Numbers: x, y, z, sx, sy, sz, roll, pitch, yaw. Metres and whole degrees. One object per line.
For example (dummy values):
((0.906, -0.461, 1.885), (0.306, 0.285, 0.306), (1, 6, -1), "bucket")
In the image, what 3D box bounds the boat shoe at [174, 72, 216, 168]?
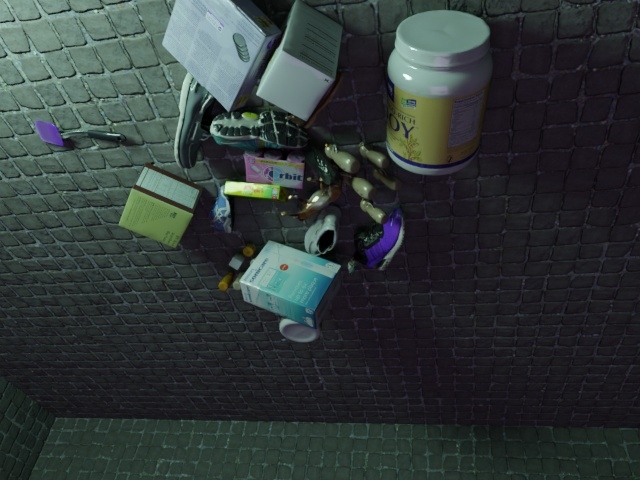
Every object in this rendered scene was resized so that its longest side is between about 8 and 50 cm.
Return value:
((-0.347, -0.323, 1.486), (0.099, 0.116, 0.319), (16, 133, -4), "boat shoe")

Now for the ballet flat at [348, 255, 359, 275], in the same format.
((0.125, 0.085, 1.936), (0.041, 0.041, 0.114), (19, 137, -12), "ballet flat")

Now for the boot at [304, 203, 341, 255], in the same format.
((0.000, 0.000, 1.787), (0.095, 0.123, 0.258), (14, 138, -7), "boot")

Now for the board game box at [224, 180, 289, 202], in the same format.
((-0.200, -0.153, 1.652), (0.181, 0.043, 0.092), (6, 177, 15), "board game box")

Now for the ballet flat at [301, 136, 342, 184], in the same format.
((-0.003, -0.234, 1.530), (0.173, 0.049, 0.057), (56, 145, 10), "ballet flat")

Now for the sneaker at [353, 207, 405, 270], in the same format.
((0.188, -0.004, 1.771), (0.146, 0.102, 0.293), (14, 138, -6), "sneaker")

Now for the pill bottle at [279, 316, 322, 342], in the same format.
((-0.059, 0.233, 1.954), (0.153, 0.264, 0.153), (5, 138, 5), "pill bottle")

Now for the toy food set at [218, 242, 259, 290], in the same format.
((-0.288, 0.100, 1.991), (0.111, 0.104, 0.232), (31, 117, -5), "toy food set")

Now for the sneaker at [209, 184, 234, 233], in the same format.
((-0.333, -0.101, 1.758), (0.081, 0.080, 0.211), (7, 138, -4), "sneaker")

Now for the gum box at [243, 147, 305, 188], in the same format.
((-0.140, -0.227, 1.598), (0.189, 0.062, 0.107), (7, 139, 0), "gum box")

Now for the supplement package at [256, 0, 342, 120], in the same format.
((-0.044, -0.425, 1.225), (0.134, 0.244, 0.139), (24, 135, -18), "supplement package")

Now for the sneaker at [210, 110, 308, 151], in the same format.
((-0.174, -0.306, 1.494), (0.276, 0.107, 0.110), (5, 161, -10), "sneaker")

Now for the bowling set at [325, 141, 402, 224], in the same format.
((0.164, -0.207, 1.545), (0.200, 0.154, 0.287), (-37, 129, -7), "bowling set")

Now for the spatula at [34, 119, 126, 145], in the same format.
((-0.738, -0.326, 1.604), (0.297, 0.030, 0.084), (3, 136, 5), "spatula")

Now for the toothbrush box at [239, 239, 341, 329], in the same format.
((-0.101, 0.151, 1.843), (0.296, 0.216, 0.126), (19, 141, 20), "toothbrush box")

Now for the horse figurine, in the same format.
((-0.010, -0.141, 1.642), (0.263, 0.066, 0.174), (-42, 154, 22), "horse figurine")

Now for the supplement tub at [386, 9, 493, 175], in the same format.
((0.281, -0.349, 1.265), (0.241, 0.241, 0.331), (1, 138, 8), "supplement tub")

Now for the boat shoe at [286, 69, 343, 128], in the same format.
((-0.019, -0.382, 1.398), (0.073, 0.073, 0.207), (25, 136, -21), "boat shoe")

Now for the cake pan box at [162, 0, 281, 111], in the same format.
((-0.246, -0.482, 1.237), (0.267, 0.070, 0.245), (45, 135, 5), "cake pan box")

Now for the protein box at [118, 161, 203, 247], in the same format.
((-0.527, -0.114, 1.731), (0.201, 0.136, 0.200), (24, 135, -17), "protein box")
